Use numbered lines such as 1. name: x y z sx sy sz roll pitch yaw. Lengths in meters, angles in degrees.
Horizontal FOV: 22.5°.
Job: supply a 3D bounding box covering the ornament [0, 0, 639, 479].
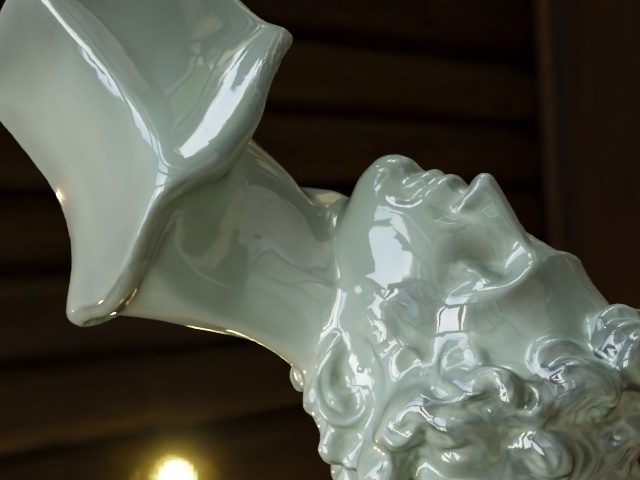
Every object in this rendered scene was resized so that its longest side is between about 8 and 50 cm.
1. ornament: -0.010 0.008 0.576 0.285 0.130 0.120 35 -128 11
